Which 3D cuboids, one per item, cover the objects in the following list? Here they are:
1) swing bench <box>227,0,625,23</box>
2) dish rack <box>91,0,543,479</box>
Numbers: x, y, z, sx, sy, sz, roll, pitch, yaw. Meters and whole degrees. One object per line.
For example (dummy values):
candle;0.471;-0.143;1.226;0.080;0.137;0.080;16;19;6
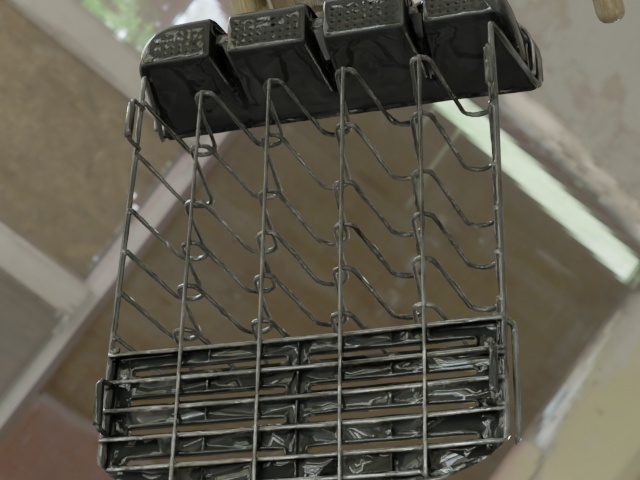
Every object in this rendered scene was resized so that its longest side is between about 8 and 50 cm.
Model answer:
swing bench;0.045;-0.248;0.933;0.165;0.253;0.255;-95;169;-70
dish rack;0.000;0.000;0.648;0.208;0.272;0.074;-7;-31;16
